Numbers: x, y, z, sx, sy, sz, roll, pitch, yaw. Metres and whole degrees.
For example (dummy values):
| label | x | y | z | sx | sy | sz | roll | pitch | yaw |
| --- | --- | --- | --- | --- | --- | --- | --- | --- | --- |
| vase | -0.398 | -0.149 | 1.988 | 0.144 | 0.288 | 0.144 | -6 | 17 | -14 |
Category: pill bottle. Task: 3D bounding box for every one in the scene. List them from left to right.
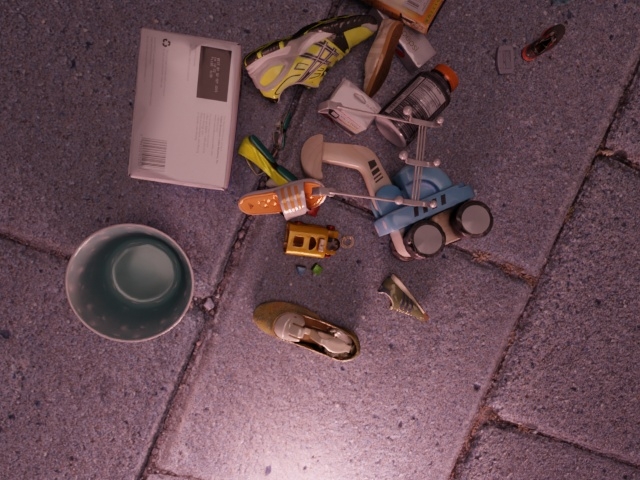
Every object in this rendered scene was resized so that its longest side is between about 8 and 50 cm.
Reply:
| label | x | y | z | sx | sy | sz | roll | pitch | yaw |
| --- | --- | --- | --- | --- | --- | --- | --- | --- | --- |
| pill bottle | 0.287 | -0.398 | 1.220 | 0.246 | 0.130 | 0.130 | -44 | 102 | -2 |

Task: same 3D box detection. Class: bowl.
| label | x | y | z | sx | sy | sz | roll | pitch | yaw |
| --- | --- | --- | --- | --- | --- | --- | --- | --- | --- |
| bowl | -0.496 | 0.101 | 1.139 | 0.312 | 0.163 | 0.310 | -1 | 97 | -10 |

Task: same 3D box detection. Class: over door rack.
| label | x | y | z | sx | sy | sz | roll | pitch | yaw |
| --- | --- | --- | --- | --- | --- | --- | --- | --- | --- |
| over door rack | 0.150 | -0.211 | 1.046 | 0.325 | 0.108 | 0.239 | 5 | 91 | -9 |

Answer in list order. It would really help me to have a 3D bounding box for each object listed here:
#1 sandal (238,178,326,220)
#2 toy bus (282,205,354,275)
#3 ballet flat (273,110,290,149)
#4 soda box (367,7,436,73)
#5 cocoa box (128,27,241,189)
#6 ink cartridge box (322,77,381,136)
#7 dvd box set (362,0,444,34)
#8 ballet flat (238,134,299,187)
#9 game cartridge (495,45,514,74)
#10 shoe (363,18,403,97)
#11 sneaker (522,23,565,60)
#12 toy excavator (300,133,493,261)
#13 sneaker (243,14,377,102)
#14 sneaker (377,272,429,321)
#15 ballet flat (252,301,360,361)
| label | x | y | z | sx | sy | sz | roll | pitch | yaw |
| --- | --- | --- | --- | --- | --- | --- | --- | --- | --- |
| sandal | -0.111 | -0.098 | 1.178 | 0.266 | 0.076 | 0.101 | -10 | 129 | 15 |
| toy bus | -0.012 | 0.004 | 1.231 | 0.202 | 0.104 | 0.190 | -38 | 105 | -3 |
| ballet flat | -0.116 | -0.321 | 1.211 | 0.041 | 0.041 | 0.114 | 11 | 95 | -11 |
| soda box | 0.236 | -0.602 | 1.216 | 0.074 | 0.069 | 0.216 | -41 | 102 | -2 |
| cocoa box | -0.331 | -0.315 | 1.078 | 0.232 | 0.228 | 0.346 | 6 | 96 | -10 |
| ink cartridge box | 0.076 | -0.365 | 1.166 | 0.128 | 0.175 | 0.072 | 35 | 90 | -12 |
| dvd box set | 0.182 | -0.793 | 1.117 | 0.421 | 0.062 | 0.307 | 30 | 97 | 4 |
| ballet flat | -0.145 | -0.201 | 1.210 | 0.077 | 0.077 | 0.231 | -41 | 102 | 19 |
| game cartridge | 0.574 | -0.562 | 1.304 | 0.056 | 0.017 | 0.083 | -7 | 98 | -12 |
| shoe | 0.167 | -0.518 | 1.198 | 0.058 | 0.077 | 0.218 | 35 | 122 | 21 |
| sneaker | 0.705 | -0.615 | 1.293 | 0.158 | 0.065 | 0.061 | -40 | 102 | -2 |
| toy excavator | 0.206 | -0.147 | 1.225 | 0.434 | 0.222 | 0.444 | -22 | 87 | -5 |
| sneaker | -0.017 | -0.516 | 1.169 | 0.385 | 0.145 | 0.147 | -24 | 121 | -3 |
| sneaker | 0.257 | 0.198 | 1.332 | 0.086 | 0.064 | 0.192 | -38 | 101 | 5 |
| ballet flat | -0.033 | 0.277 | 1.264 | 0.349 | 0.123 | 0.123 | 23 | 93 | -11 |
